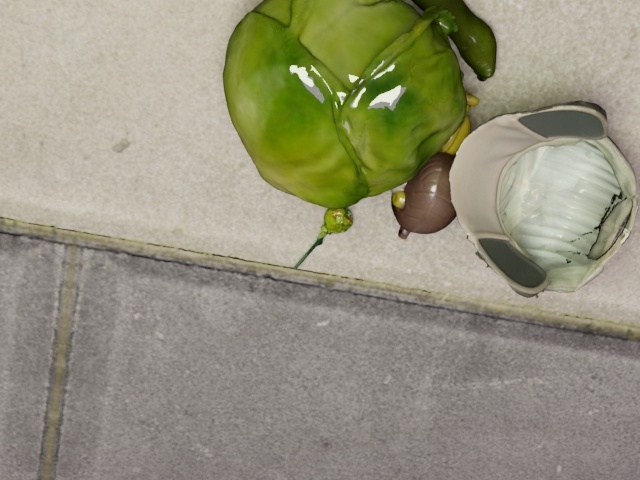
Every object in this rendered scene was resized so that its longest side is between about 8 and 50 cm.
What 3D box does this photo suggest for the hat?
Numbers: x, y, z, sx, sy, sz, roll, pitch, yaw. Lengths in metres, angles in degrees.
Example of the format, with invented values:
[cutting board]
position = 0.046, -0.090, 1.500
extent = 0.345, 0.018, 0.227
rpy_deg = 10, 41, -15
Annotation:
[hat]
position = 0.251, -0.055, 1.342
extent = 0.275, 0.161, 0.232
rpy_deg = 13, 96, -41

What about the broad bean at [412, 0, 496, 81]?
[broad bean]
position = 0.132, -0.280, 1.304
extent = 0.256, 0.052, 0.053
rpy_deg = 45, 151, -25

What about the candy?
[candy]
position = 0.000, 0.000, 1.473
extent = 0.035, 0.035, 0.123
rpy_deg = 19, 127, -31

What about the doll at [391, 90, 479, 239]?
[doll]
position = 0.132, -0.093, 1.368
extent = 0.096, 0.145, 0.188
rpy_deg = 16, 83, -12

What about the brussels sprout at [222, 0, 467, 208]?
[brussels sprout]
position = 0.027, -0.175, 1.252
extent = 0.259, 0.227, 0.294
rpy_deg = 40, 143, 4
